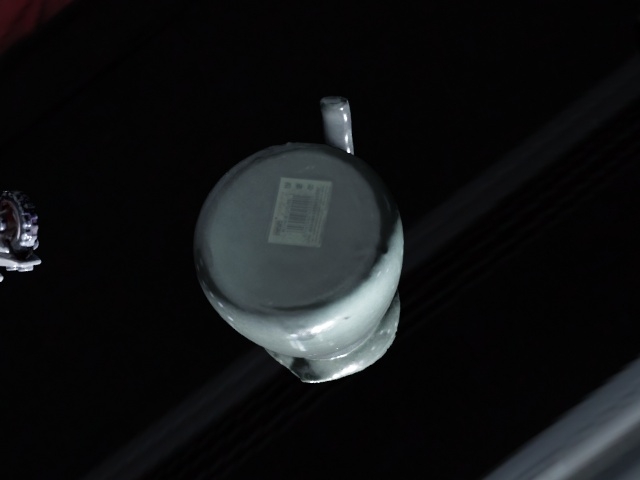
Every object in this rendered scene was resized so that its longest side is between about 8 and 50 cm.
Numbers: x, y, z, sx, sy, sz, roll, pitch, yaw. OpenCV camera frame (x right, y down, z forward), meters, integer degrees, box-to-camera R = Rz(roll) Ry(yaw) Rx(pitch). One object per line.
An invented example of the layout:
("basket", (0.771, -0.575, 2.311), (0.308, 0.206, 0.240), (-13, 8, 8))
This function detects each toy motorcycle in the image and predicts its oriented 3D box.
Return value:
("toy motorcycle", (-0.376, 0.006, 1.449), (0.215, 0.080, 0.122), (1, -82, 48))

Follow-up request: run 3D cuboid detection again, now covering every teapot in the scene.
("teapot", (-0.020, 0.012, 1.493), (0.223, 0.285, 0.305), (-21, -117, 0))
